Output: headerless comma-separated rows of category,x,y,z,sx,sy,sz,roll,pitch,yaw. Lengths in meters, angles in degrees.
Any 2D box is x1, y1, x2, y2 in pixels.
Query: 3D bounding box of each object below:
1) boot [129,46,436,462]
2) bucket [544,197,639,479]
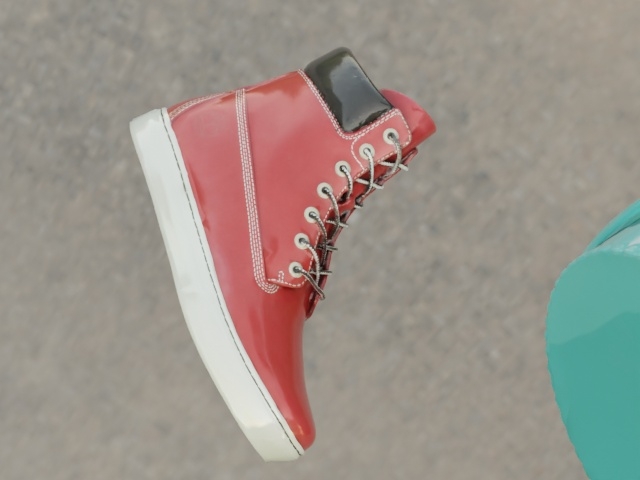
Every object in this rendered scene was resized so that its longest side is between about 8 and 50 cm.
boot,0.000,0.000,1.173,0.176,0.088,0.244,-19,63,1
bucket,0.274,0.077,1.157,0.183,0.281,0.281,-25,72,-25
